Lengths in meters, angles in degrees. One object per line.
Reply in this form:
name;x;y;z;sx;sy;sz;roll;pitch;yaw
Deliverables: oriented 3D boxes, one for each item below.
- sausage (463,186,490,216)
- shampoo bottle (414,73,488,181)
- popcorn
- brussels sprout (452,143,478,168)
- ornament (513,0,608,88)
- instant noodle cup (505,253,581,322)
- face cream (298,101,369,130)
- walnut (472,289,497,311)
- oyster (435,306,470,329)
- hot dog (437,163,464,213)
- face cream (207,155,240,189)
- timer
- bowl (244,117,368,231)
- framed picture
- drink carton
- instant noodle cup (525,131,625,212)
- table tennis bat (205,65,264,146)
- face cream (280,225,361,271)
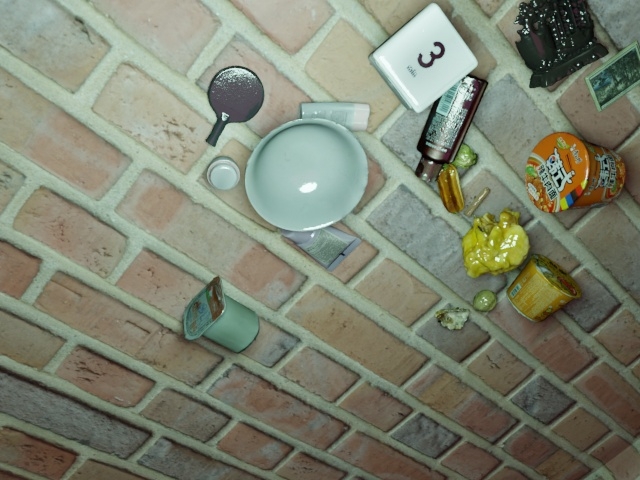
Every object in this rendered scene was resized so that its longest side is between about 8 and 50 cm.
sausage;0.519;-0.127;1.781;0.026;0.026;0.116;27;110;-24
shampoo bottle;0.371;-0.332;1.586;0.129;0.084;0.322;25;116;14
popcorn;0.587;0.016;1.785;0.192;0.190;0.253;8;113;-24
brussels sprout;0.455;-0.255;1.677;0.085;0.058;0.085;-15;136;-15
ornament;0.663;-0.590;1.513;0.251;0.106;0.260;-28;113;-4
instant noodle cup;0.784;0.177;1.916;0.216;0.215;0.172;21;122;-22
face cream;0.039;-0.354;1.528;0.199;0.057;0.084;0;127;-14
walnut;0.602;0.222;1.966;0.092;0.092;0.092;-5;120;-9
oyster;0.482;0.279;1.989;0.148;0.051;0.103;18;112;-38
hot dog;0.414;-0.170;1.714;0.072;0.055;0.188;-5;120;27
face cream;-0.276;-0.194;1.527;0.091;0.095;0.091;-5;120;-9
timer;0.261;-0.471;1.407;0.195;0.194;0.192;-39;103;10
bowl;-0.048;-0.208;1.529;0.346;0.157;0.345;-5;122;-8
framed picture;0.918;-0.503;1.659;0.183;0.011;0.142;-36;120;9
drink carton;-0.317;0.258;1.745;0.191;0.185;0.190;-44;130;12
instant noodle cup;0.802;-0.202;1.683;0.192;0.250;0.250;3;119;-23
table tennis bat;-0.250;-0.364;1.477;0.150;0.027;0.236;25;110;-24
face cream;0.000;0.000;1.713;0.154;0.096;0.274;-48;131;13
